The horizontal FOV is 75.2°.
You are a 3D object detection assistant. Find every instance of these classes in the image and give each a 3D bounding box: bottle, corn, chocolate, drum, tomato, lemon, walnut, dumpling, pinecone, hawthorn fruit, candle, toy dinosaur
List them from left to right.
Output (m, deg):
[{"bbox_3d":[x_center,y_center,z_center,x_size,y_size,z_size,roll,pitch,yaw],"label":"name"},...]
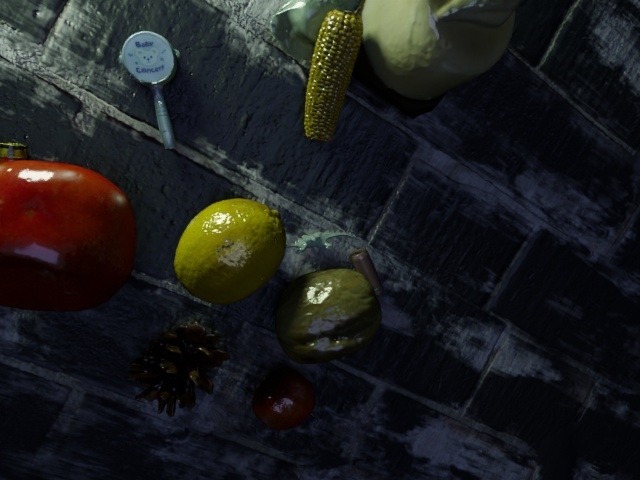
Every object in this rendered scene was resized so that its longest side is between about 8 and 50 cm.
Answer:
[{"bbox_3d":[-0.681,-0.150,0.926,0.052,0.052,0.130,3,103,-13],"label":"candle"},{"bbox_3d":[-0.554,-0.003,0.857,0.326,0.290,0.292,14,72,-18],"label":"tomato"},{"bbox_3d":[-0.393,-0.341,0.949,0.130,0.049,0.252,4,101,-14],"label":"drum"},{"bbox_3d":[-0.353,0.321,1.026,0.202,0.201,0.229,46,114,-3],"label":"pinecone"},{"bbox_3d":[-0.209,0.024,0.977,0.236,0.236,0.263,32,73,-17],"label":"lemon"},{"bbox_3d":[-0.082,0.442,1.130,0.194,0.157,0.157,37,92,-14],"label":"hawthorn fruit"},{"bbox_3d":[-0.005,-0.509,0.971,0.219,0.108,0.152,-24,106,-4],"label":"dumpling"},{"bbox_3d":[0.000,-0.002,1.093,0.209,0.082,0.039,-7,107,-13],"label":"toy dinosaur"},{"bbox_3d":[0.016,0.185,1.062,0.283,0.282,0.227,-15,135,-9],"label":"walnut"},{"bbox_3d":[0.022,-0.385,0.971,0.102,0.101,0.310,8,126,-14],"label":"corn"},{"bbox_3d":[0.129,0.092,1.156,0.053,0.053,0.140,-26,105,-6],"label":"bottle"},{"bbox_3d":[0.260,-0.478,0.930,0.314,0.297,0.325,29,94,-22],"label":"chocolate"}]
